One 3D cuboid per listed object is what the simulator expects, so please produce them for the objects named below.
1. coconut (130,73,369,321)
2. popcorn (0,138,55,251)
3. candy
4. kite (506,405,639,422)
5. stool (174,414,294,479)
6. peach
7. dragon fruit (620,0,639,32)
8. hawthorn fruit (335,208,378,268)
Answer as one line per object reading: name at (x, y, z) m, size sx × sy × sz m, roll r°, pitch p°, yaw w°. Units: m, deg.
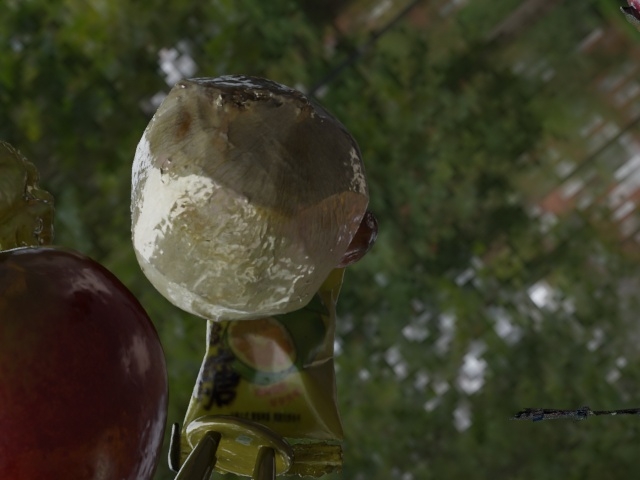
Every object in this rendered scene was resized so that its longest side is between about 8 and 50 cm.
coconut at (-0.055, -0.041, 1.502) m, size 0.194 × 0.194 × 0.194 m, roll 47°, pitch -168°, yaw -14°
popcorn at (-0.317, -0.006, 1.677) m, size 0.167 × 0.187 × 0.185 m, roll 62°, pitch 174°, yaw -13°
candy at (-0.060, 0.097, 2.037) m, size 0.081 × 0.187 × 0.297 m, roll 62°, pitch -149°, yaw -72°
kite at (0.227, 0.143, 1.646) m, size 0.285 × 0.152 × 0.015 m, roll 27°, pitch -121°, yaw -82°
stool at (-0.090, 0.242, 1.921) m, size 0.135 × 0.134 × 0.110 m, roll 44°, pitch -129°, yaw -36°
peach at (-0.171, 0.100, 1.098) m, size 0.190 × 0.190 × 0.192 m, roll 5°, pitch -101°, yaw -73°
dragon fruit at (0.419, -0.290, 2.170) m, size 0.218 × 0.198 × 0.273 m, roll -1°, pitch 113°, yaw 59°
hawthorn fruit at (0.000, 0.000, 1.670) m, size 0.067 × 0.103 × 0.067 m, roll 54°, pitch 179°, yaw 1°
